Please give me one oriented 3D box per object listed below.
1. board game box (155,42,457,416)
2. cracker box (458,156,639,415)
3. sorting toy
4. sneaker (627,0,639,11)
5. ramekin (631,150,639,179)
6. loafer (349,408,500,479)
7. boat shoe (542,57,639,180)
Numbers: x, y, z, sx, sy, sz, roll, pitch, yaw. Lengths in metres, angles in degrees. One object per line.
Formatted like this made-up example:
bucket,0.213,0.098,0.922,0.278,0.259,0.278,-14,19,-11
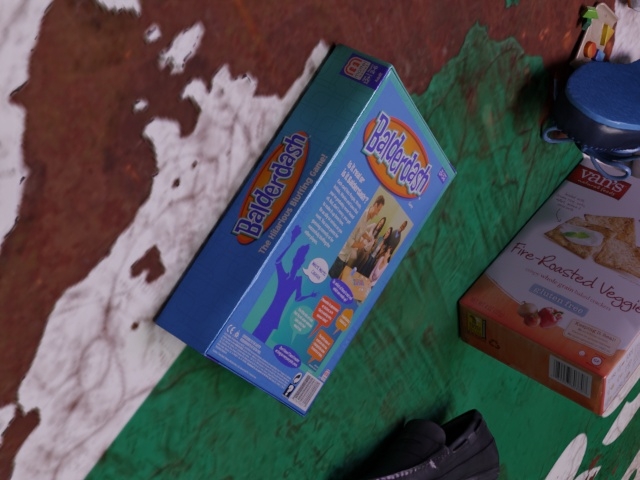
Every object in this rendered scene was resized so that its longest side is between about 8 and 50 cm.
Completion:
board game box,0.000,0.000,0.731,0.210,0.047,0.160,-57,150,-8
cracker box,0.262,0.036,1.059,0.232,0.155,0.067,-45,146,-28
sorting toy,0.246,-0.183,0.996,0.083,0.012,0.062,12,105,-60
sneaker,0.401,-0.279,1.047,0.262,0.121,0.099,-44,147,-29
ramekin,0.474,-0.088,1.238,0.272,0.127,0.273,-17,135,-18
loafer,0.089,0.208,1.033,0.223,0.076,0.078,-5,83,-49
boat shoe,0.276,-0.105,1.016,0.258,0.109,0.089,-12,145,-53
